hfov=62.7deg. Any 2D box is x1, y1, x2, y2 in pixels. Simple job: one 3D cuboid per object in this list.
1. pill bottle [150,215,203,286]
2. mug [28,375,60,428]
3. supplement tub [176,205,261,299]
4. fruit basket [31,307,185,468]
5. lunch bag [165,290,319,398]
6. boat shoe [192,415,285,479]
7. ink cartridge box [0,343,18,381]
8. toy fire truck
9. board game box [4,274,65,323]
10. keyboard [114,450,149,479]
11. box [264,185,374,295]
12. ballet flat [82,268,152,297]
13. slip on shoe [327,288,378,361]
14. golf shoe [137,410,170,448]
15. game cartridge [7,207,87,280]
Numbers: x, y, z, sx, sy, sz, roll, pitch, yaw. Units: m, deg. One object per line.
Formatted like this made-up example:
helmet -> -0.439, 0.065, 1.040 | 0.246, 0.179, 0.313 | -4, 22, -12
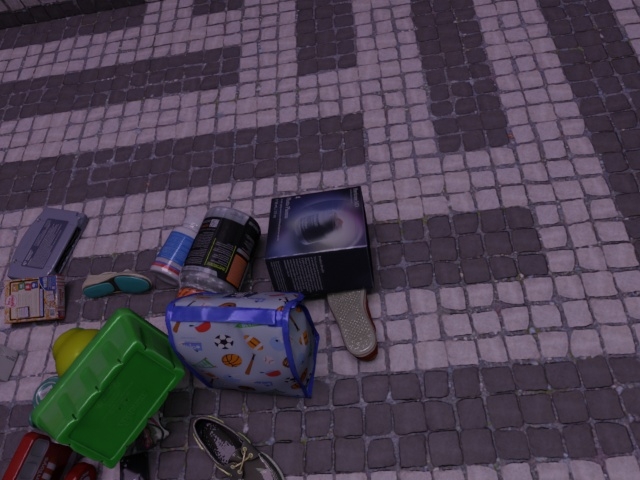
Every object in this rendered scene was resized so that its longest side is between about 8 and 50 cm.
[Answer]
pill bottle -> -0.456, 0.032, 1.737 | 0.124, 0.124, 0.221 | 15, 65, 19
mug -> -0.785, 0.480, 1.555 | 0.129, 0.097, 0.158 | 6, 61, 14
supplement tub -> -0.321, 0.068, 1.649 | 0.193, 0.193, 0.316 | 10, 62, 16
fruit basket -> -0.581, 0.370, 1.425 | 0.392, 0.283, 0.392 | -34, 30, 22
lunch bag -> -0.192, 0.257, 1.403 | 0.328, 0.385, 0.239 | 0, 61, 12
boat shoe -> -0.224, 0.575, 1.395 | 0.305, 0.091, 0.109 | 31, 70, 25
ink cartridge box -> -1.114, 0.368, 1.640 | 0.237, 0.172, 0.100 | -1, 60, 10
toy fire truck -> -0.748, 0.663, 1.350 | 0.169, 0.254, 0.302 | 11, 63, 17
board game box -> -0.956, 0.197, 1.755 | 0.193, 0.045, 0.147 | -6, 82, 7
keyboard -> -0.520, 0.679, 1.434 | 0.108, 0.023, 0.180 | -12, 58, -4
box -> 0.000, 0.000, 1.590 | 0.294, 0.183, 0.296 | -7, 40, 5
ballet flat -> -0.674, 0.132, 1.752 | 0.248, 0.086, 0.086 | -7, 59, 8
slip on shoe -> 0.097, 0.212, 1.545 | 0.123, 0.101, 0.331 | -21, 45, 5
golf shoe -> -0.502, 0.511, 1.512 | 0.086, 0.067, 0.186 | -13, 42, -39
game cartridge -> -0.986, 0.020, 1.889 | 0.196, 0.060, 0.294 | 10, 62, 12
